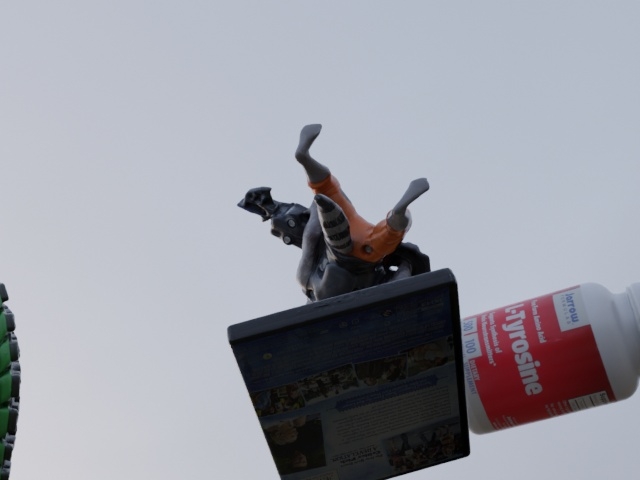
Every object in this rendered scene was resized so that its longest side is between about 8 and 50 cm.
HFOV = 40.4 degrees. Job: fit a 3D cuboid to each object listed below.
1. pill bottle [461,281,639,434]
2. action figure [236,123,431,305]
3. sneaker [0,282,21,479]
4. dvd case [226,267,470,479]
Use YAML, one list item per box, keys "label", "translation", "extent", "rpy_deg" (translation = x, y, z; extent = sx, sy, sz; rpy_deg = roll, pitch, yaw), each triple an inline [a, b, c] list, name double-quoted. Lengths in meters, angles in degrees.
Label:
- label: "pill bottle"
  translation: [0.451, 0.213, 1.645]
  extent: [0.408, 0.229, 0.229]
  rpy_deg: [-19, -37, 17]
- label: "action figure"
  translation: [0.000, 0.000, 1.267]
  extent: [0.341, 0.178, 0.330]
  rpy_deg: [20, -44, 17]
- label: "sneaker"
  translation: [-0.286, 0.161, 0.584]
  extent: [0.146, 0.343, 0.134]
  rpy_deg: [11, -22, -20]
- label: "dvd case"
  translation: [0.036, 0.135, 0.745]
  extent: [0.181, 0.022, 0.253]
  rpy_deg: [-15, -46, -3]
